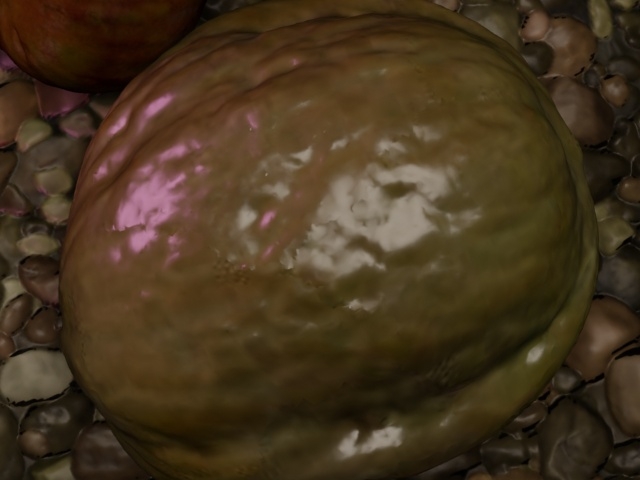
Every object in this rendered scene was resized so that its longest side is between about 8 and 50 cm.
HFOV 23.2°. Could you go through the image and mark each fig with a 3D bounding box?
[{"bbox_3d":[-0.128,-0.170,0.858,0.149,0.202,0.148,22,116,-6],"label":"fig"}]

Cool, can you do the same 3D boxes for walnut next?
[{"bbox_3d":[0.000,0.000,0.787,0.283,0.227,0.283,-2,73,8],"label":"walnut"}]
